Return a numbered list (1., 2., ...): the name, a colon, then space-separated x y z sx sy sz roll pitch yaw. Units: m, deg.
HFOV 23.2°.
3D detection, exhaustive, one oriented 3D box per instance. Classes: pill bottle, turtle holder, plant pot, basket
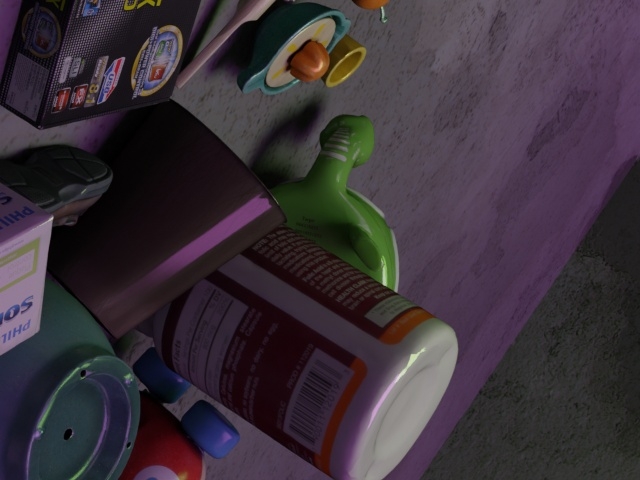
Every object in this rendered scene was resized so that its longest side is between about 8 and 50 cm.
1. pill bottle: -0.055 0.102 1.844 0.224 0.392 0.224 -46 155 -29
2. turtle holder: -0.016 0.010 2.088 0.227 0.243 0.320 -36 112 -74
3. plant pot: -0.307 0.172 1.565 0.293 0.196 0.293 -36 135 -47
4. basket: -0.188 -0.015 1.719 0.227 0.204 0.154 -44 162 -10

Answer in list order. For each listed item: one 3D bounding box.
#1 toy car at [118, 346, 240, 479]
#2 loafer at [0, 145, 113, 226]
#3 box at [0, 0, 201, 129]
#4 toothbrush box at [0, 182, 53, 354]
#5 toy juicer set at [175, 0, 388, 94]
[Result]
1. toy car: -0.261 0.230 1.856 0.219 0.210 0.238 -47 145 -1
2. loafer: -0.303 -0.031 1.550 0.267 0.096 0.084 -19 141 -61
3. box: -0.195 -0.254 1.533 0.216 0.060 0.270 -21 137 -57
4. toothbrush box: -0.376 0.000 1.169 0.206 0.283 0.122 -33 147 -47
5. toy juicer set: -0.008 -0.254 1.839 0.209 0.089 0.329 -51 163 30
